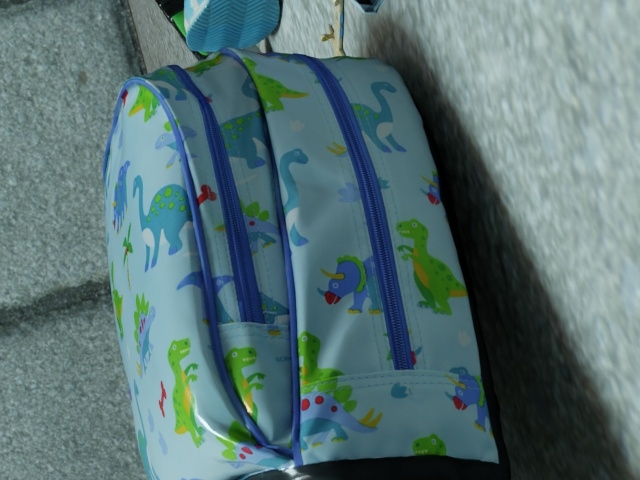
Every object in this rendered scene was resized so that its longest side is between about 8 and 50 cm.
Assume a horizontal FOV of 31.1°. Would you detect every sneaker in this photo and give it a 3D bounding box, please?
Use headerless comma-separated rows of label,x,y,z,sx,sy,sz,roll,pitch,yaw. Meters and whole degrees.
sneaker,-0.083,-0.254,1.043,0.229,0.087,0.092,112,148,-61

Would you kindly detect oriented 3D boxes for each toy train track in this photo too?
toy train track,0.009,-0.157,0.879,0.083,0.014,0.048,91,160,-55

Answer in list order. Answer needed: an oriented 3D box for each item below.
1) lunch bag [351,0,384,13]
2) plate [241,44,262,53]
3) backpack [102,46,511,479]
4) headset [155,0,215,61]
lunch bag,0.022,-0.186,0.679,0.071,0.053,0.083,-121,28,-46
plate,-0.069,-0.014,1.156,0.278,0.045,0.277,85,-168,-45
backpack,-0.018,0.044,0.729,0.290,0.273,0.356,115,163,-64
headset,-0.172,-0.379,1.258,0.394,0.185,0.243,57,170,8
